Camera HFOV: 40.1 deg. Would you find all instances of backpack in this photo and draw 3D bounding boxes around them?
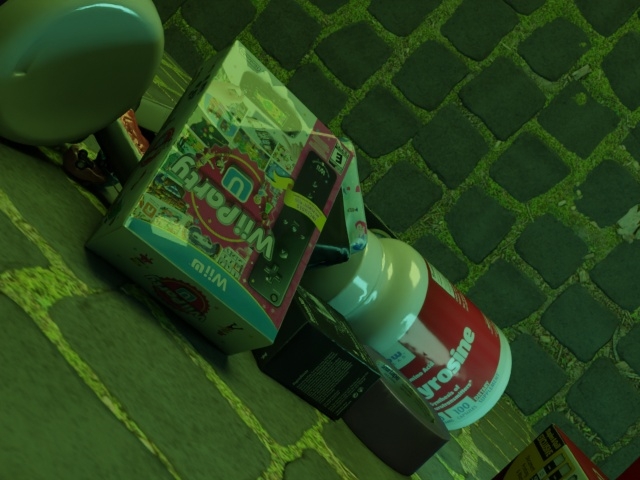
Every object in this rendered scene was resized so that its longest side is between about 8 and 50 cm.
[{"bbox_3d":[-0.059,-0.052,1.329,0.191,0.253,0.225,-3,81,-41],"label":"backpack"}]

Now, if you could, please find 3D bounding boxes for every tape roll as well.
[{"bbox_3d":[0.099,0.249,1.295,0.189,0.080,0.189,44,6,-6],"label":"tape roll"}]

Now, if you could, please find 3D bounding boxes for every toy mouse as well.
[{"bbox_3d":[-0.303,-0.099,1.154,0.143,0.031,0.161,54,10,-8],"label":"toy mouse"}]

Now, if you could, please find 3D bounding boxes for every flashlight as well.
[{"bbox_3d":[-0.224,-0.105,1.150,0.304,0.103,0.103,60,12,16],"label":"flashlight"}]

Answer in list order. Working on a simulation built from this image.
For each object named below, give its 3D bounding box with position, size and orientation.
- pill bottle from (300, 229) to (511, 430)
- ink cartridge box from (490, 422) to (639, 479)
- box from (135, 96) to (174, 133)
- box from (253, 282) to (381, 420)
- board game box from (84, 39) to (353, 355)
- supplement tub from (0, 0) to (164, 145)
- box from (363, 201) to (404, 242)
[{"bbox_3d":[0.132,0.143,1.501,0.407,0.229,0.229,40,8,-34],"label":"pill bottle"},{"bbox_3d":[0.317,0.362,1.106,0.130,0.272,0.309,45,6,-1],"label":"ink cartridge box"},{"bbox_3d":[-0.218,-0.192,1.661,0.321,0.059,0.232,24,2,13],"label":"box"},{"bbox_3d":[-0.020,0.137,1.198,0.158,0.093,0.156,39,9,-33],"label":"box"},{"bbox_3d":[-0.105,-0.052,1.047,0.224,0.303,0.097,41,-37,-25],"label":"board game box"},{"bbox_3d":[-0.362,-0.305,1.050,0.331,0.241,0.241,54,10,22],"label":"supplement tub"},{"bbox_3d":[0.000,0.000,1.617,0.270,0.216,0.060,45,7,-4],"label":"box"}]
